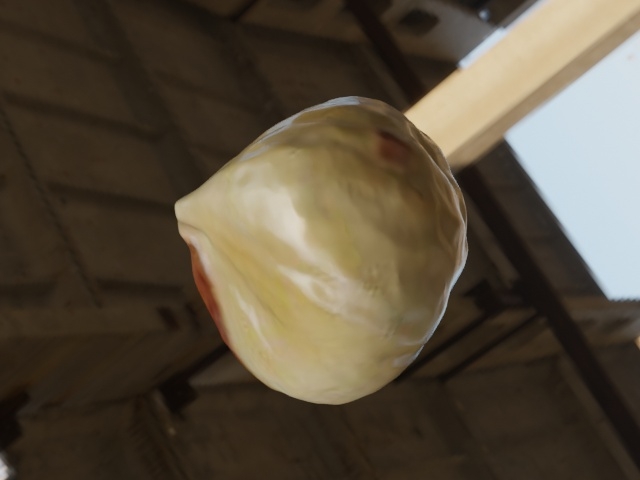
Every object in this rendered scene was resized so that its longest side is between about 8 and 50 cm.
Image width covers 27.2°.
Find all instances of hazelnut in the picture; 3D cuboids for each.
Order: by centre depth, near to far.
[{"bbox_3d":[0.000,0.000,1.091,0.241,0.261,0.261,22,-152,-1],"label":"hazelnut"}]
